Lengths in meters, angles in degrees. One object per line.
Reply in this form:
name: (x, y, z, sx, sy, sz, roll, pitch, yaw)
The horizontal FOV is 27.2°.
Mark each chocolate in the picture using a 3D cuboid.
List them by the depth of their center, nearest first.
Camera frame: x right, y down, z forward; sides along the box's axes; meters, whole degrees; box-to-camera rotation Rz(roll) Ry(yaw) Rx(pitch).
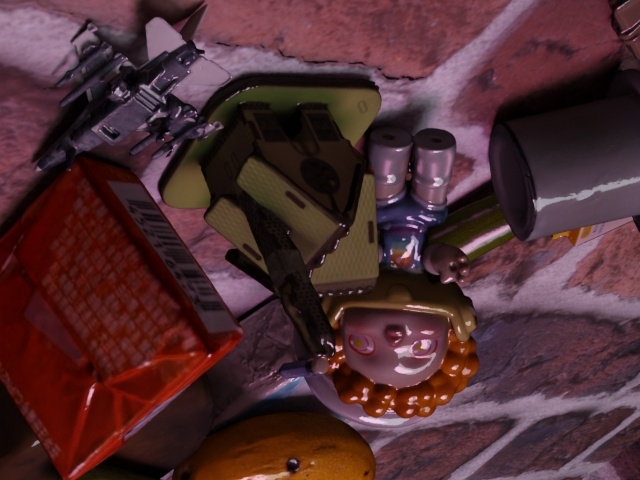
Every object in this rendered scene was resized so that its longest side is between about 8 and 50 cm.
chocolate: (-0.219, 0.074, 1.307, 0.235, 0.237, 0.108, -43, 167, 25)

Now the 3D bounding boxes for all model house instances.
model house: (0.000, 0.000, 1.342, 0.218, 0.279, 0.205, -6, 147, -38)

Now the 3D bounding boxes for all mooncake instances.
mooncake: (-0.273, 0.195, 1.544, 0.290, 0.161, 0.290, -24, 153, -13)

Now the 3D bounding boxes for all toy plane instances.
toy plane: (-0.177, -0.115, 1.178, 0.234, 0.082, 0.160, -40, 126, 19)

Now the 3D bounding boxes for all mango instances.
mango: (-0.056, 0.293, 1.721, 0.294, 0.120, 0.177, -7, 142, -35)

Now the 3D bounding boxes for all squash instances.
squash: (-0.220, 0.297, 1.513, 0.069, 0.069, 0.239, -35, 152, 11)
squash: (0.171, 0.002, 1.746, 0.318, 0.071, 0.080, -25, 150, 4)

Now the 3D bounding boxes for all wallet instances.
wallet: (0.391, -0.270, 1.526, 0.118, 0.039, 0.152, -37, 154, 11)

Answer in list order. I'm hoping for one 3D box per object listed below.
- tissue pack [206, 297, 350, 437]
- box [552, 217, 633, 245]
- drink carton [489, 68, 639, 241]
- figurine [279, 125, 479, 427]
tissue pack: (-0.059, 0.201, 1.818, 0.201, 0.124, 0.271, -31, 155, 10)
box: (0.464, -0.067, 1.967, 0.247, 0.033, 0.129, -24, 154, -11)
drink carton: (0.316, -0.091, 1.628, 0.189, 0.191, 0.185, -15, 153, -7)
figurine: (0.108, 0.038, 1.584, 0.224, 0.205, 0.382, 15, 120, -10)
